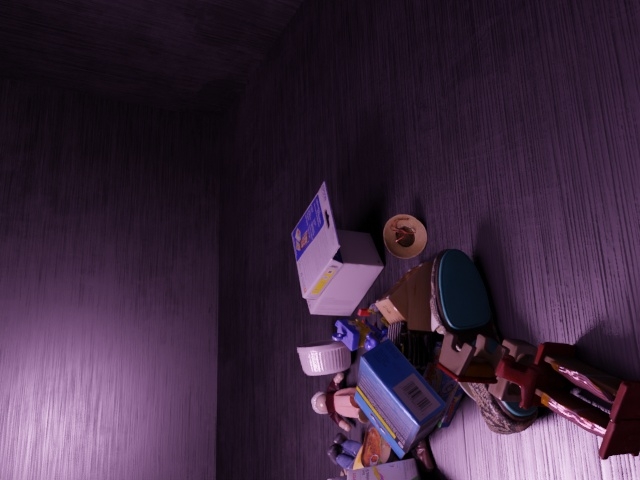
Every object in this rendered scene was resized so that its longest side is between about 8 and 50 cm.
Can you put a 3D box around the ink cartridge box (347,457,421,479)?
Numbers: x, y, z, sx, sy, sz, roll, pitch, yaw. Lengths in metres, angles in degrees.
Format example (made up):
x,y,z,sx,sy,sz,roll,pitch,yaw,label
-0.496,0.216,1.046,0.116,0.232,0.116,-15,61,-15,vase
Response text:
x,y,z,sx,sy,sz,roll,pitch,yaw,label
0.187,0.731,1.439,0.154,0.213,0.093,-74,-33,-73,ink cartridge box

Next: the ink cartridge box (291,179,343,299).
x,y,z,sx,sy,sz,roll,pitch,yaw,label
0.000,0.000,1.766,0.307,0.072,0.303,-53,36,41,ink cartridge box

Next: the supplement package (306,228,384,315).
x,y,z,sx,sy,sz,roll,pitch,yaw,label
0.074,0.122,1.858,0.292,0.178,0.175,-61,33,38,supplement package

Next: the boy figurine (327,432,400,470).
x,y,z,sx,sy,sz,roll,pitch,yaw,label
0.151,0.731,1.645,0.285,0.092,0.177,-3,40,50,boy figurine

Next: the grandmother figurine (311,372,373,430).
x,y,z,sx,sy,sz,roll,pitch,yaw,label
0.071,0.603,1.876,0.342,0.104,0.207,-31,50,55,grandmother figurine

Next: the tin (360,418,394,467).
x,y,z,sx,sy,sz,roll,pitch,yaw,label
0.190,0.649,1.592,0.106,0.040,0.189,-22,28,34,tin

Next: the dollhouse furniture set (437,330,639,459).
x,y,z,sx,sy,sz,roll,pitch,yaw,label
0.421,0.292,0.949,0.201,0.375,0.152,27,105,63,dollhouse furniture set

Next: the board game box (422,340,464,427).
x,y,z,sx,sy,sz,roll,pitch,yaw,label
0.348,0.410,1.433,0.136,0.035,0.201,47,126,55,board game box

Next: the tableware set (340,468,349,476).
x,y,z,sx,sy,sz,roll,pitch,yaw,label
0.095,0.881,1.843,0.128,0.039,0.193,31,113,60,tableware set

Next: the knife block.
x,y,z,sx,sy,sz,roll,pitch,yaw,label
0.295,0.233,1.494,0.242,0.276,0.088,51,152,-1,knife block

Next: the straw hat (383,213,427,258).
x,y,z,sx,sy,sz,roll,pitch,yaw,label
0.275,-0.012,1.615,0.061,0.145,0.144,21,-109,-75,straw hat

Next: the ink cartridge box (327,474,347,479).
x,y,z,sx,sy,sz,roll,pitch,yaw,label
0.172,0.940,1.544,0.395,0.167,0.285,-3,83,63,ink cartridge box

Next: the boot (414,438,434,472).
x,y,z,sx,sy,sz,roll,pitch,yaw,label
0.293,0.645,1.507,0.106,0.037,0.114,-53,46,49,boot

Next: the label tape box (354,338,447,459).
x,y,z,sx,sy,sz,roll,pitch,yaw,label
0.218,0.468,1.459,0.240,0.106,0.333,48,157,29,label tape box

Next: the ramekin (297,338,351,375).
x,y,z,sx,sy,sz,roll,pitch,yaw,label
0.020,0.440,1.896,0.207,0.207,0.108,-19,78,61,ramekin

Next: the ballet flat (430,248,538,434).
x,y,z,sx,sy,sz,roll,pitch,yaw,label
0.378,0.259,1.286,0.182,0.164,0.482,115,144,-51,ballet flat

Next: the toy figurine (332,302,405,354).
x,y,z,sx,sy,sz,roll,pitch,yaw,label
0.144,0.346,1.645,0.362,0.218,0.191,38,120,59,toy figurine
